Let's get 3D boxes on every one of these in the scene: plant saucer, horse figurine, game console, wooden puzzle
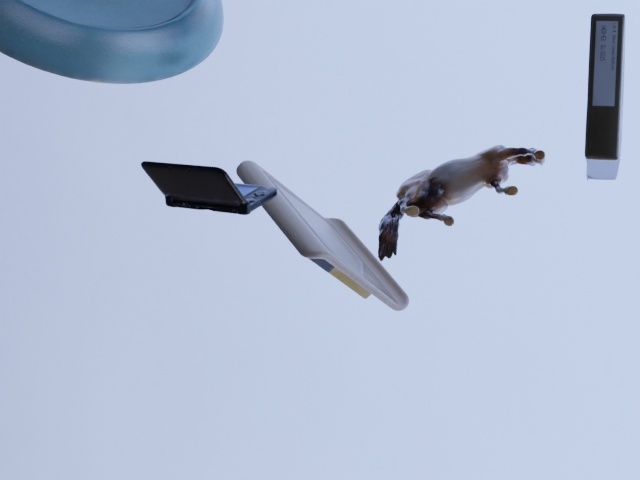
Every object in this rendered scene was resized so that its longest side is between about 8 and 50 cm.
[{"bbox_3d":[-0.249,-0.288,1.099,0.317,0.318,0.043,58,-39,28],"label":"plant saucer"},{"bbox_3d":[0.175,-0.066,1.325,0.066,0.263,0.174,64,-1,-13],"label":"horse figurine"},{"bbox_3d":[-0.129,-0.073,1.225,0.122,0.107,0.071,8,-64,30],"label":"game console"},{"bbox_3d":[0.000,0.000,1.461,0.044,0.239,0.221,-48,-131,10],"label":"wooden puzzle"}]

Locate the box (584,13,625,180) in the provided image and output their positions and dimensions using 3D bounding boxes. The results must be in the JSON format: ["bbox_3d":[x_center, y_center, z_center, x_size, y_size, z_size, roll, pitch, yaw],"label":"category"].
[{"bbox_3d":[0.290,-0.137,1.063,0.037,0.225,0.136,2,-92,14],"label":"box"}]
